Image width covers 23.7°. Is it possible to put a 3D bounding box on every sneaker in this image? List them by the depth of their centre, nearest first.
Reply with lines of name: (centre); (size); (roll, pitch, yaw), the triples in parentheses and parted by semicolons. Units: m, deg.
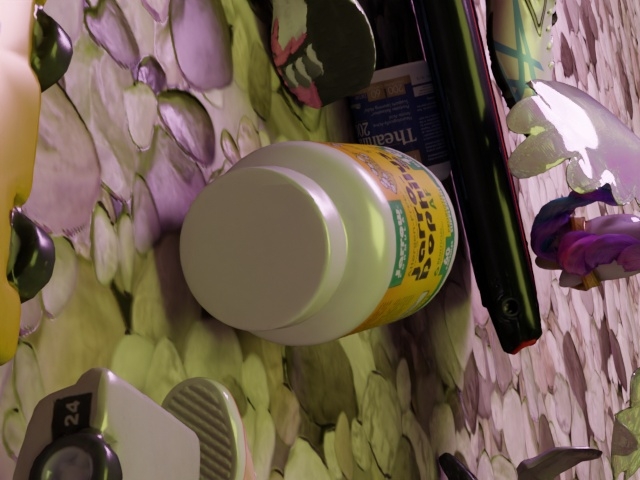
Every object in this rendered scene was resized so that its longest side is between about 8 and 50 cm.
sneaker: (-0.050, 0.135, 0.787); (0.070, 0.051, 0.134); (-5, 87, -71)
sneaker: (-0.009, -0.178, 1.043); (0.077, 0.072, 0.178); (-92, 166, -53)
sneaker: (0.182, -0.201, 1.340); (0.085, 0.086, 0.237); (-70, 148, -78)

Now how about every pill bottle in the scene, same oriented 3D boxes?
pill bottle: (0.000, 0.000, 0.893); (0.208, 0.117, 0.118); (-5, 84, -70)
pill bottle: (0.063, -0.074, 1.177); (0.067, 0.067, 0.120); (-26, 103, -69)

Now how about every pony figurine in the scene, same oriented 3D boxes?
pony figurine: (0.310, 0.002, 1.190); (0.351, 0.363, 0.303); (-17, 95, -68)

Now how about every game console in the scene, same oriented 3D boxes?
game console: (0.114, -0.119, 1.256); (0.342, 0.060, 0.387); (-48, 125, -79)

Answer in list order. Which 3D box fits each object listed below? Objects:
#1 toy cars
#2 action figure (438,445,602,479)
toy cars: (-0.125, 0.053, 0.562); (0.176, 0.087, 0.394); (-36, 112, -69)
action figure: (0.185, 0.335, 1.242); (0.341, 0.178, 0.330); (127, -38, -81)
